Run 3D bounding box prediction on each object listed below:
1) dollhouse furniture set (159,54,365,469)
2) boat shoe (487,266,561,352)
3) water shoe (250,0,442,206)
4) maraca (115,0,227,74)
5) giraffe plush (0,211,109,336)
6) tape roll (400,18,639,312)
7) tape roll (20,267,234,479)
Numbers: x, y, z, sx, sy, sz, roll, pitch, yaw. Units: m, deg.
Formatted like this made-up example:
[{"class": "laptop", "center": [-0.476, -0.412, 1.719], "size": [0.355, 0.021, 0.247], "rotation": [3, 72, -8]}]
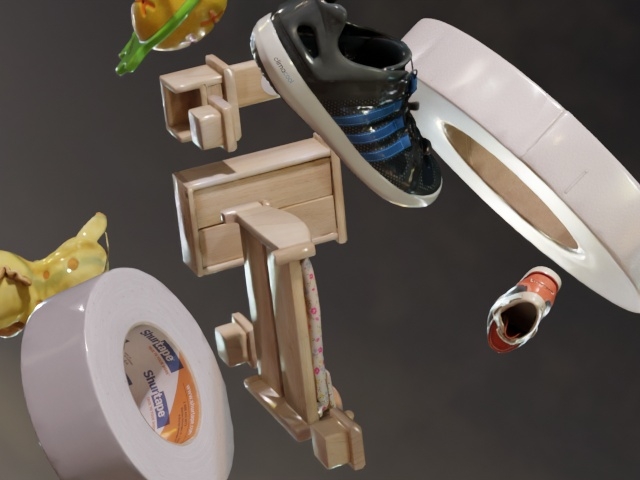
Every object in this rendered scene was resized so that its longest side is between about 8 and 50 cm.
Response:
[{"class": "dollhouse furniture set", "center": [0.000, 0.000, 1.793], "size": [0.355, 0.174, 0.303], "rotation": [-141, -140, -58]}, {"class": "boat shoe", "center": [0.187, 0.074, 1.755], "size": [0.049, 0.043, 0.137], "rotation": [31, -34, 1]}, {"class": "water shoe", "center": [0.039, -0.095, 1.268], "size": [0.203, 0.080, 0.073], "rotation": [39, 26, -40]}, {"class": "maraca", "center": [-0.175, -0.265, 2.146], "size": [0.099, 0.186, 0.127], "rotation": [39, 23, -16]}, {"class": "giraffe plush", "center": [-0.323, 0.068, 2.089], "size": [0.170, 0.181, 0.210], "rotation": [-2, -49, -7]}, {"class": "tape roll", "center": [0.221, -0.078, 1.956], "size": [0.392, 0.072, 0.392], "rotation": [44, -4, 4]}, {"class": "tape roll", "center": [-0.165, 0.137, 1.617], "size": [0.072, 0.219, 0.219], "rotation": [-24, -57, 24]}]
